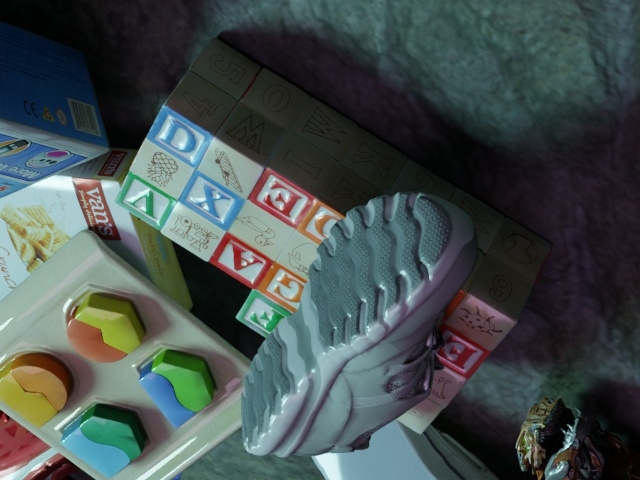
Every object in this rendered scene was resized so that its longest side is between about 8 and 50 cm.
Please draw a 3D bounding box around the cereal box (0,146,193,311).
[{"bbox_3d":[-0.235,-0.007,1.537,0.240,0.047,0.173,7,135,25],"label":"cereal box"}]

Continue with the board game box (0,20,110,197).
[{"bbox_3d":[-0.360,-0.070,1.347,0.301,0.308,0.086,-21,77,20],"label":"board game box"}]

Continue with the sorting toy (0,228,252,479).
[{"bbox_3d":[-0.173,0.113,1.521,0.208,0.038,0.193,42,119,-16],"label":"sorting toy"}]

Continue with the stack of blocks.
[{"bbox_3d":[0.000,0.000,1.411,0.297,0.087,0.171,32,139,-2],"label":"stack of blocks"}]

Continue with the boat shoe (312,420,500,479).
[{"bbox_3d":[0.088,0.204,1.559,0.258,0.084,0.095,47,113,15],"label":"boat shoe"}]

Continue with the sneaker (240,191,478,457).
[{"bbox_3d":[0.044,0.062,1.331,0.115,0.105,0.281,11,143,-24],"label":"sneaker"}]

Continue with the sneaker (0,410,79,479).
[{"bbox_3d":[-0.278,0.166,1.744,0.221,0.087,0.128,-33,75,17],"label":"sneaker"}]

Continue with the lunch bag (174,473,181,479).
[{"bbox_3d":[-0.157,0.134,1.609,0.128,0.096,0.151,22,151,-5],"label":"lunch bag"}]

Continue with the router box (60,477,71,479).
[{"bbox_3d":[-0.417,0.286,1.780,0.335,0.301,0.082,35,140,-6],"label":"router box"}]

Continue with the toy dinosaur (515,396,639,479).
[{"bbox_3d":[0.278,0.251,1.491,0.218,0.164,0.322,1,152,49],"label":"toy dinosaur"}]
